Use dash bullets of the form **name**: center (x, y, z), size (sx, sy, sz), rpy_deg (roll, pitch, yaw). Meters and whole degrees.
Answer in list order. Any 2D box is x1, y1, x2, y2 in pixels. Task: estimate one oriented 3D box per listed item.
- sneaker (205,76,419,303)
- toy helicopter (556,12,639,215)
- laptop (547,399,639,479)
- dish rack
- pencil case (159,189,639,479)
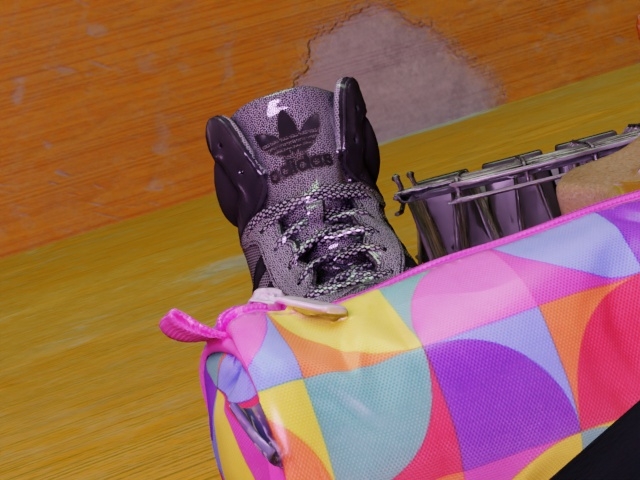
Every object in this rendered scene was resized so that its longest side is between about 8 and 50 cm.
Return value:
- **sneaker**: center (0.000, 0.000, 0.863), size (0.101, 0.153, 0.268), rpy_deg (-16, 7, -7)
- **toy helicopter**: center (0.180, 0.000, 0.746), size (0.355, 0.140, 0.235), rpy_deg (-33, 24, -33)
- **laptop**: center (0.123, 0.103, 0.332), size (0.264, 0.137, 0.234), rpy_deg (11, 8, 1)
- **dish rack**: center (0.145, -0.030, 1.041), size (0.208, 0.074, 0.271), rpy_deg (-16, 1, 7)
- **pencil case**: center (0.072, 0.040, 0.588), size (0.236, 0.104, 0.104), rpy_deg (-15, 6, -15)
